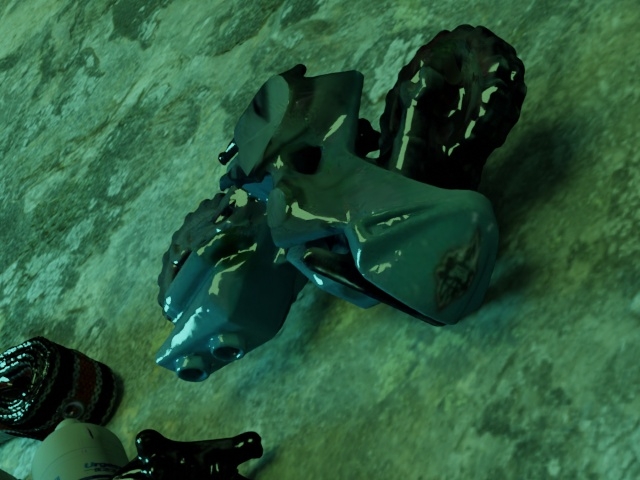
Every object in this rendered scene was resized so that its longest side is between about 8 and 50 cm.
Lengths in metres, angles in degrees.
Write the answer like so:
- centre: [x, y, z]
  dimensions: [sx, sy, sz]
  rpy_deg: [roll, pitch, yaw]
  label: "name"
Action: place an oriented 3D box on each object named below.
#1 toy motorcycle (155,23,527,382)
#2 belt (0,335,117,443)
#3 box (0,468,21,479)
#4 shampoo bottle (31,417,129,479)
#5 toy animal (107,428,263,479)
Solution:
- centre: [0.000, 0.000, 1.115]
  dimensions: [0.416, 0.172, 0.232]
  rpy_deg: [-30, 46, 36]
  label: "toy motorcycle"
- centre: [-0.346, 0.173, 1.479]
  dimensions: [0.359, 0.094, 0.126]
  rpy_deg: [-18, 44, 43]
  label: "belt"
- centre: [-0.337, 0.326, 1.304]
  dimensions: [0.203, 0.106, 0.252]
  rpy_deg: [-55, 32, -6]
  label: "box"
- centre: [-0.189, 0.243, 1.197]
  dimensions: [0.092, 0.092, 0.303]
  rpy_deg: [-49, 30, 6]
  label: "shampoo bottle"
- centre: [-0.068, 0.227, 1.054]
  dimensions: [0.210, 0.121, 0.117]
  rpy_deg: [32, 105, 53]
  label: "toy animal"
